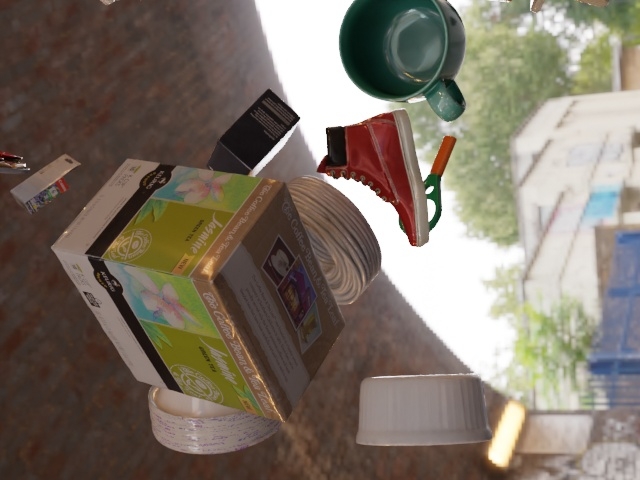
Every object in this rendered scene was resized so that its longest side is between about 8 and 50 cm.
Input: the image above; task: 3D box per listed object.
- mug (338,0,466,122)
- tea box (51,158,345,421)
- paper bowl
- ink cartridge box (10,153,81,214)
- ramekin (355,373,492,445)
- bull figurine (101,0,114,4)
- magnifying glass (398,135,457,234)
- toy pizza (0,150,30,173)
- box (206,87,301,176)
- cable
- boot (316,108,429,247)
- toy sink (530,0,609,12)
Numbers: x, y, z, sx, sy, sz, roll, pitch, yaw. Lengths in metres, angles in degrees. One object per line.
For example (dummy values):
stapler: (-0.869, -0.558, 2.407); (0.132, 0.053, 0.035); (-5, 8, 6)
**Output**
mug: (0.098, -0.206, 1.174); (0.097, 0.130, 0.157); (-15, -80, -64)
tea box: (-0.181, 0.075, 1.657); (0.220, 0.324, 0.329); (-57, -40, -33)
paper bowl: (-0.222, 0.323, 2.228); (0.284, 0.284, 0.148); (-46, -44, -64)
ink cartridge box: (-0.455, -0.096, 1.762); (0.115, 0.063, 0.029); (-38, -49, -20)
ramekin: (0.208, 0.343, 2.145); (0.277, 0.277, 0.135); (20, -113, -68)
bull figurine: (-0.296, -0.553, 2.078); (0.188, 0.310, 0.101); (-155, 44, -73)
magnifying glass: (0.223, -0.109, 2.117); (0.026, 0.092, 0.230); (39, -113, -44)
toy pizza: (-0.564, -0.134, 1.675); (0.201, 0.201, 0.032); (-4, -76, -70)
box: (-0.135, -0.196, 2.102); (0.158, 0.093, 0.156); (-48, 1, -21)
cable: (0.000, 0.000, 1.993); (0.089, 0.257, 0.257); (-43, -35, -30)
boot: (0.091, -0.092, 1.834); (0.088, 0.176, 0.244); (-143, 38, -87)
toy sink: (0.497, -0.538, 1.968); (0.234, 0.131, 0.152); (109, 173, -60)
